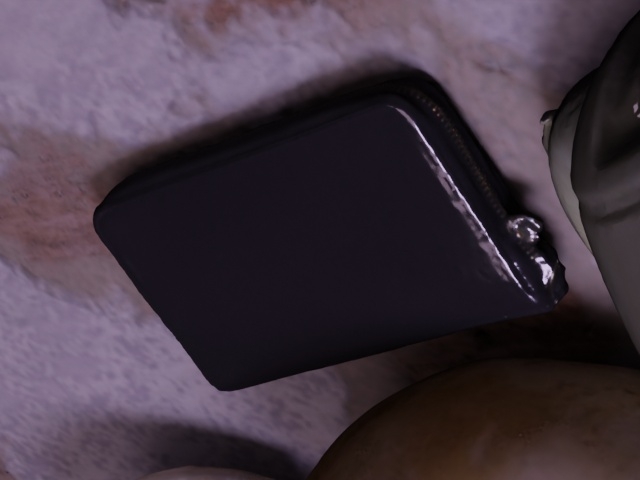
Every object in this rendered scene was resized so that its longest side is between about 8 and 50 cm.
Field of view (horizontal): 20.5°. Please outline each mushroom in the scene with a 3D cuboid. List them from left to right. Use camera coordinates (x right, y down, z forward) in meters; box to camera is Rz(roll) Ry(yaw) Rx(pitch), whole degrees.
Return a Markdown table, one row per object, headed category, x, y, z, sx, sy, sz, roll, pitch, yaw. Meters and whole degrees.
| category | x | y | z | sx | sy | sz | roll | pitch | yaw |
| --- | --- | --- | --- | --- | --- | --- | --- | --- | --- |
| mushroom | 0.122 | 0.209 | 0.933 | 0.292 | 0.292 | 0.290 | 8 | 164 | 22 |

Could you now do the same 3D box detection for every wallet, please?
| category | x | y | z | sx | sy | sz | roll | pitch | yaw |
| --- | --- | --- | --- | --- | --- | --- | --- | --- | --- |
| wallet | 0.000 | 0.000 | 0.920 | 0.250 | 0.044 | 0.149 | -19 | 116 | 41 |

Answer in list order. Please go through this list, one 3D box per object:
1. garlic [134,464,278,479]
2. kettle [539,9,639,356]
| category | x | y | z | sx | sy | sz | roll | pitch | yaw |
| --- | --- | --- | --- | --- | --- | --- | --- | --- | --- |
| garlic | -0.012 | 0.258 | 1.088 | 0.281 | 0.203 | 0.185 | 39 | -179 | 29 |
| kettle | 0.226 | 0.026 | 0.721 | 0.324 | 0.228 | 0.321 | 44 | 168 | -9 |
